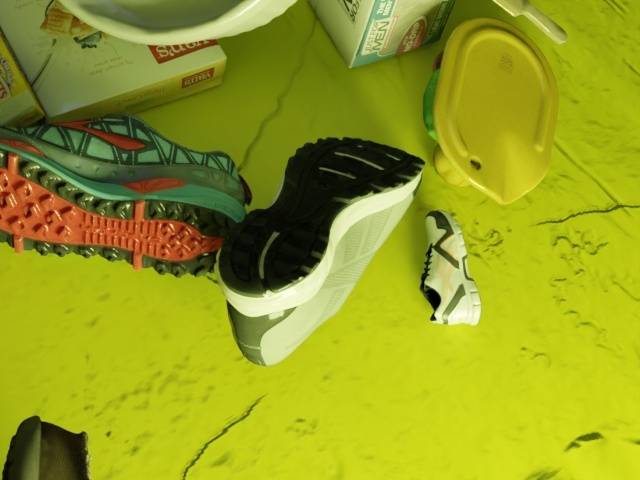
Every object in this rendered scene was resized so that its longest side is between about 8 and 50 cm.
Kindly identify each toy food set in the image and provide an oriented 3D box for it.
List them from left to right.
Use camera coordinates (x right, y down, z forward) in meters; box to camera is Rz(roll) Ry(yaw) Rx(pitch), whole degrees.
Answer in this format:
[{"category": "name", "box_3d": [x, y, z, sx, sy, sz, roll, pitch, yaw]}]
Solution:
[{"category": "toy food set", "box_3d": [0.146, -0.126, 1.386, 0.128, 0.071, 0.217, 28, 58, -21]}]

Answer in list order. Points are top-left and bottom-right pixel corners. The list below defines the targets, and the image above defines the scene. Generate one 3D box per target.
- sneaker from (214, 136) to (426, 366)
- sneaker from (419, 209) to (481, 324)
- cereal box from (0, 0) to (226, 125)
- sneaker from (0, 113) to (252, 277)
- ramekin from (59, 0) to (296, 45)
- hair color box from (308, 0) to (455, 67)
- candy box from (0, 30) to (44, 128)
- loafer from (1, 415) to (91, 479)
[{"category": "sneaker", "box_3d": [-0.001, 0.000, 1.272, 0.100, 0.108, 0.271, 20, 41, 23]}, {"category": "sneaker", "box_3d": [0.103, 0.022, 1.300, 0.044, 0.040, 0.109, -8, 61, -12]}, {"category": "cereal box", "box_3d": [-0.213, -0.216, 1.379, 0.173, 0.047, 0.240, -22, 66, -21]}, {"category": "sneaker", "box_3d": [-0.187, -0.051, 1.276, 0.262, 0.104, 0.125, 16, 41, -5]}, {"category": "ramekin", "box_3d": [-0.107, -0.290, 1.282, 0.273, 0.127, 0.272, -1, 88, 16]}, {"category": "hair color box", "box_3d": [0.008, -0.352, 1.424, 0.105, 0.174, 0.347, -19, 66, -22]}, {"category": "candy box", "box_3d": [-0.325, -0.163, 1.320, 0.105, 0.027, 0.206, -30, 68, 0]}, {"category": "loafer", "box_3d": [-0.136, 0.294, 1.060, 0.130, 0.134, 0.365, -11, 72, -20]}]
